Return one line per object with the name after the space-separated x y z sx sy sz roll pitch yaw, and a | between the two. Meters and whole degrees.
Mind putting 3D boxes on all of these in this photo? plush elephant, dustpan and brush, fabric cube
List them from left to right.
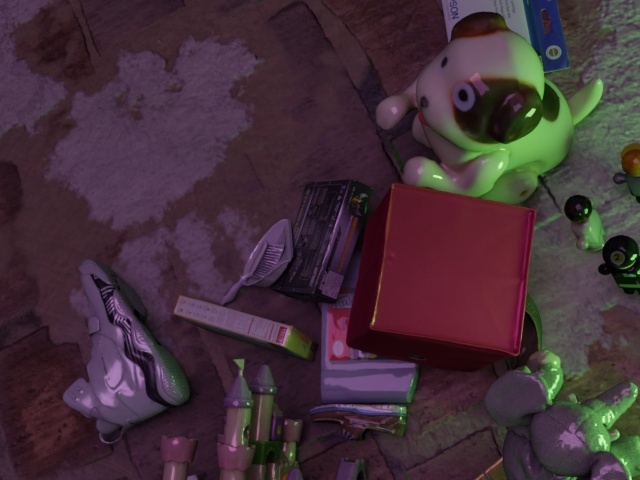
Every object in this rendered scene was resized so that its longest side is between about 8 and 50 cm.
-0.130 0.061 1.999 0.211 0.060 0.147 -58 21 28 | dustpan and brush
0.203 0.073 1.753 0.254 0.258 0.259 12 77 -5 | fabric cube
0.391 0.306 1.594 0.330 0.255 0.272 -31 75 -29 | plush elephant

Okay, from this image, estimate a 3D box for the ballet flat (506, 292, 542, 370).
0.360 0.194 1.819 0.084 0.058 0.250 -10 73 14 | ballet flat

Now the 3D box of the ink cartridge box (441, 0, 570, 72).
0.360 -0.419 1.995 0.224 0.045 0.223 -12 72 14 | ink cartridge box

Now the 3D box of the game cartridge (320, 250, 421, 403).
0.099 0.161 1.916 0.196 0.060 0.294 -3 74 13 | game cartridge

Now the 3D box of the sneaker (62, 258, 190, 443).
-0.432 0.220 2.019 0.210 0.137 0.366 -37 71 2 | sneaker

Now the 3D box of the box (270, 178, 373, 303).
0.000 0.000 1.933 0.183 0.056 0.231 0 69 62 | box

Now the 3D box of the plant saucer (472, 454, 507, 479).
0.325 0.576 1.714 0.333 0.081 0.333 -40 68 3 | plant saucer

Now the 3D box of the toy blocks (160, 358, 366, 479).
-0.088 0.348 1.794 0.309 0.288 0.260 2 81 21 | toy blocks

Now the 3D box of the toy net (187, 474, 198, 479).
-0.323 0.527 1.955 0.232 0.045 0.122 -38 36 0 | toy net

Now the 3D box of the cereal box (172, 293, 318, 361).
-0.139 0.167 1.924 0.240 0.173 0.047 14 79 20 | cereal box

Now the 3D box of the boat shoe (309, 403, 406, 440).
0.067 0.336 1.869 0.183 0.066 0.066 -4 76 17 | boat shoe

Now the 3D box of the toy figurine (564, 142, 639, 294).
0.543 -0.038 1.750 0.213 0.148 0.209 -38 47 6 | toy figurine

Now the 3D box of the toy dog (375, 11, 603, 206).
0.300 -0.210 1.761 0.395 0.408 0.284 -13 72 14 | toy dog
